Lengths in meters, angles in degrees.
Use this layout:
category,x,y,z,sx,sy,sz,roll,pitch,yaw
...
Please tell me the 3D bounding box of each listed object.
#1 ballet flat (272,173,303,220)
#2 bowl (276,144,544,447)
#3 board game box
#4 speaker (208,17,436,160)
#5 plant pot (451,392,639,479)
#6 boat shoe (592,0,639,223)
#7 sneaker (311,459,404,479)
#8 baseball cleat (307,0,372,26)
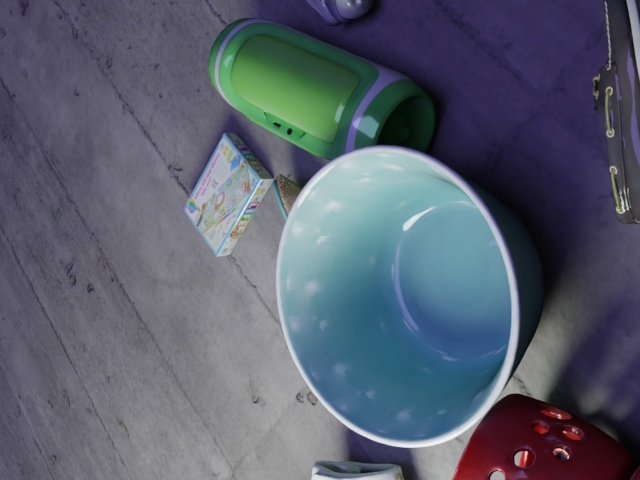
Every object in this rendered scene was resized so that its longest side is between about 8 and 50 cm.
category,x,y,z,sx,sy,sz,roll,pitch,yaw
ballet flat,0.000,0.000,1.067,0.067,0.073,0.206,-23,81,14
bowl,0.115,0.050,0.888,0.312,0.163,0.311,7,101,42
board game box,-0.138,-0.067,1.201,0.103,0.026,0.154,51,126,26
speaker,-0.006,-0.179,0.998,0.297,0.131,0.131,32,116,36
plant pot,0.234,0.266,0.787,0.174,0.191,0.191,18,107,37
boat shoe,0.289,-0.127,0.760,0.069,0.081,0.227,-12,90,39
sneaker,0.008,0.377,1.076,0.293,0.108,0.169,-24,77,32
baseball cleat,0.009,-0.368,0.999,0.109,0.072,0.205,-7,86,50
